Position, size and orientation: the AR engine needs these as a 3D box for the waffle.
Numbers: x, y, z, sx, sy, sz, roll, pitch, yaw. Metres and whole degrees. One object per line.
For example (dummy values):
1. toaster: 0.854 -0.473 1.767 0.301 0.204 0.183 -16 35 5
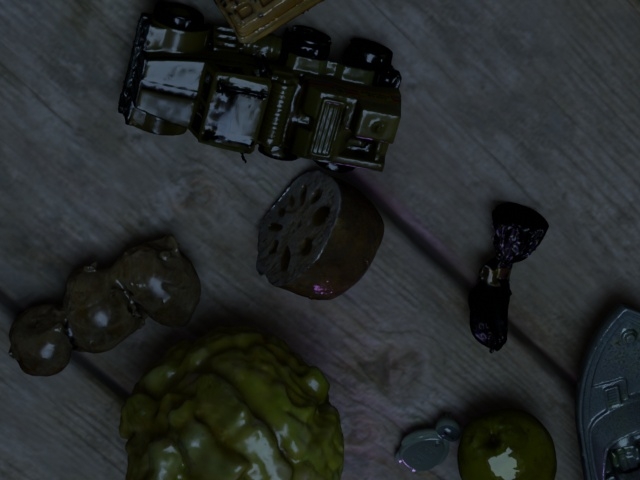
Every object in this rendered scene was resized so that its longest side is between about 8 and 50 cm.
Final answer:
1. waffle: -0.035 -0.256 1.522 0.148 0.042 0.102 -31 75 1

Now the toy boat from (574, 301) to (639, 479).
1. toy boat: 0.347 0.205 1.811 0.141 0.092 0.320 -16 116 -3

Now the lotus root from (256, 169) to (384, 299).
1. lotus root: 0.001 0.002 1.645 0.081 0.112 0.122 35 105 -28

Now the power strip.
1. power strip: 0.118 0.217 1.820 0.055 0.035 0.083 35 119 -22

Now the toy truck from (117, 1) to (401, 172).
1. toy truck: -0.055 -0.132 1.568 0.257 0.127 0.127 12 115 -11

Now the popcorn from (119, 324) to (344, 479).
1. popcorn: -0.098 0.212 1.659 0.259 0.259 0.212 -39 158 11

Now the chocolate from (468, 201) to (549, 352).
1. chocolate: 0.181 0.037 1.718 0.070 0.072 0.147 18 106 -13

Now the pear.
1. pear: 0.201 0.235 1.799 0.107 0.107 0.131 -34 137 8

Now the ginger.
1. ginger: -0.217 0.071 1.664 0.204 0.080 0.104 -23 123 0
